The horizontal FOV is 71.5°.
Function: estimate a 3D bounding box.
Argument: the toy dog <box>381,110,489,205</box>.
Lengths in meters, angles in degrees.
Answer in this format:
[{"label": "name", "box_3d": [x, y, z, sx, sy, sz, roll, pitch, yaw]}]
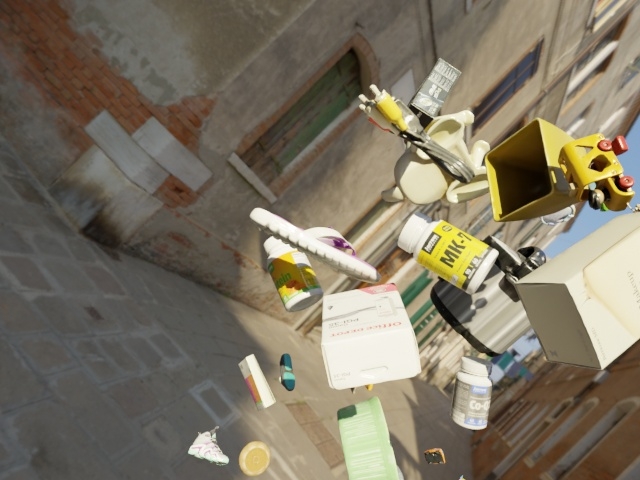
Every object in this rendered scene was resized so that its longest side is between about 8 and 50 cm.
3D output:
[{"label": "toy dog", "box_3d": [0.416, -0.281, 1.606, 0.284, 0.395, 0.408, 43, 27, -10]}]

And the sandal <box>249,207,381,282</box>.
[{"label": "sandal", "box_3d": [0.005, -0.001, 1.241, 0.416, 0.102, 0.169, 28, -10, -14]}]

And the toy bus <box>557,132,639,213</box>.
[{"label": "toy bus", "box_3d": [0.608, -0.132, 0.992, 0.202, 0.104, 0.191, -65, 137, -71]}]

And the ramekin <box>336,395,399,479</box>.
[{"label": "ramekin", "box_3d": [0.150, 0.678, 1.454, 0.303, 0.148, 0.304, 168, -90, -89]}]

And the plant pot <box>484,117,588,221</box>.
[{"label": "plant pot", "box_3d": [0.603, -0.173, 1.206, 0.187, 0.213, 0.212, 5, -20, -18]}]

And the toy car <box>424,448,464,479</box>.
[{"label": "toy car", "box_3d": [0.340, 0.622, 1.215, 0.040, 0.060, 0.122, -11, 60, -51]}]

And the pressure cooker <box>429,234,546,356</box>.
[{"label": "pressure cooker", "box_3d": [0.683, 0.184, 1.704, 0.375, 0.420, 0.370, 32, 20, -31]}]

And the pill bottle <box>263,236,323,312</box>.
[{"label": "pill bottle", "box_3d": [-0.098, 0.102, 1.479, 0.246, 0.136, 0.136, 63, 6, 22]}]

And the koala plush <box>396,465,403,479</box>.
[{"label": "koala plush", "box_3d": [0.193, 0.843, 1.698, 0.196, 0.203, 0.222, -2, 72, -66]}]

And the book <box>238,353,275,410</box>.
[{"label": "book", "box_3d": [-0.186, 0.404, 1.259, 0.144, 0.035, 0.096, 63, -34, 14]}]

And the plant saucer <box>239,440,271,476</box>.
[{"label": "plant saucer", "box_3d": [-0.165, 0.559, 1.136, 0.083, 0.083, 0.015, 46, -23, -6]}]

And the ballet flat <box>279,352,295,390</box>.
[{"label": "ballet flat", "box_3d": [-0.160, 0.622, 2.065, 0.074, 0.074, 0.203, 46, 19, -36]}]

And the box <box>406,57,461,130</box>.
[{"label": "box", "box_3d": [0.306, -0.403, 1.289, 0.077, 0.180, 0.147, 33, -16, -3]}]

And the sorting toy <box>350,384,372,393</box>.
[{"label": "sorting toy", "box_3d": [0.137, 0.424, 1.607, 0.047, 0.196, 0.348, 13, 19, -19]}]

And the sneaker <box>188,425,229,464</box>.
[{"label": "sneaker", "box_3d": [-0.227, 0.429, 0.942, 0.098, 0.069, 0.038, 5, -40, 23]}]

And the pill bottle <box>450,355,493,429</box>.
[{"label": "pill bottle", "box_3d": [0.329, 0.327, 0.964, 0.078, 0.137, 0.078, 7, 3, 0]}]

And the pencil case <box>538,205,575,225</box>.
[{"label": "pencil case", "box_3d": [0.826, -0.187, 1.622, 0.114, 0.123, 0.273, 97, -6, -50]}]

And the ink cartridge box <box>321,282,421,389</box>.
[{"label": "ink cartridge box", "box_3d": [0.113, 0.219, 1.083, 0.283, 0.207, 0.117, -86, 164, -76]}]

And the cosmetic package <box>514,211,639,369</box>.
[{"label": "cosmetic package", "box_3d": [0.515, 0.077, 0.790, 0.160, 0.309, 0.113, 64, -22, -4]}]

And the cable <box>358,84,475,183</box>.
[{"label": "cable", "box_3d": [0.194, -0.210, 0.949, 0.287, 0.072, 0.139, 47, -7, -1]}]

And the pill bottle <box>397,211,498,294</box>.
[{"label": "pill bottle", "box_3d": [0.296, 0.024, 1.052, 0.208, 0.119, 0.119, 33, -6, 23]}]
